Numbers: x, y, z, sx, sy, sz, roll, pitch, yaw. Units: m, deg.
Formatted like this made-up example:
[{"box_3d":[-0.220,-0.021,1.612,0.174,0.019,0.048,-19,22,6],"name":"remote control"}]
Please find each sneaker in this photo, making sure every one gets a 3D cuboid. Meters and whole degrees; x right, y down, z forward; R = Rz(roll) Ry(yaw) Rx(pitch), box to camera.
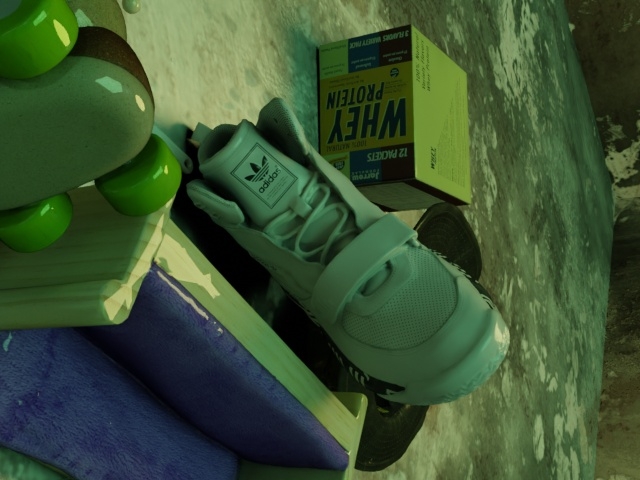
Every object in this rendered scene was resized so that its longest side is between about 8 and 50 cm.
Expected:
[{"box_3d":[0.000,0.000,0.694,0.137,0.366,0.210,-46,126,-4],"name":"sneaker"}]

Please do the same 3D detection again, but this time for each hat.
[{"box_3d":[0.067,0.101,0.934,0.331,0.134,0.331,-31,130,-46],"name":"hat"}]

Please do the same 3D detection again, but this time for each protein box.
[{"box_3d":[0.106,-0.154,1.052,0.201,0.136,0.199,13,75,-59],"name":"protein box"}]

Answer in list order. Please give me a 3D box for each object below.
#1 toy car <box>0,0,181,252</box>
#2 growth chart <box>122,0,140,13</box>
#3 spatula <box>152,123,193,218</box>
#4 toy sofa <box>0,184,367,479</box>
[{"box_3d":[-0.179,-0.118,0.477,0.155,0.149,0.188,63,11,-54],"name":"toy car"},{"box_3d":[-0.220,-0.201,0.519,0.237,0.021,0.172,-55,133,-48],"name":"growth chart"},{"box_3d":[-0.190,-0.081,0.648,0.242,0.019,0.168,46,46,-47],"name":"spatula"},{"box_3d":[-0.107,0.129,0.615,0.362,0.150,0.177,54,40,-43],"name":"toy sofa"}]
